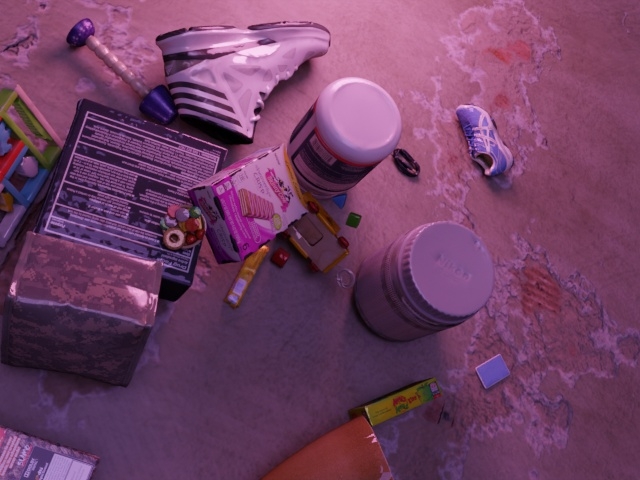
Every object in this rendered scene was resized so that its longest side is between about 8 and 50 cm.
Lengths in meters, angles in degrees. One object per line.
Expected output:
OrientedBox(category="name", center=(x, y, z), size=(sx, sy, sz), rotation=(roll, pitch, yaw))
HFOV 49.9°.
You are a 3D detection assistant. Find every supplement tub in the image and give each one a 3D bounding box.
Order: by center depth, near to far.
OrientedBox(category="supplement tub", center=(0.039, -0.214, 1.506), size=(0.191, 0.272, 0.191), rotation=(7, 71, -20))

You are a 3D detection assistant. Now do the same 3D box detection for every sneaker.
OrientedBox(category="sneaker", center=(-0.152, -0.355, 1.573), size=(0.447, 0.169, 0.257), rotation=(-17, 105, -37))
OrientedBox(category="sneaker", center=(0.416, -0.261, 1.781), size=(0.081, 0.080, 0.211), rotation=(-33, 86, -30))

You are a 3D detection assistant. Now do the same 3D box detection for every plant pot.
OrientedBox(category="plant pot", center=(-0.001, 0.488, 1.310), size=(0.254, 0.237, 0.237), rotation=(-16, 79, -9))

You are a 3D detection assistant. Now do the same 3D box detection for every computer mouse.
OrientedBox(category="computer mouse", center=(0.148, -0.233, 1.686), size=(0.242, 0.041, 0.071), rotation=(29, 64, -12))

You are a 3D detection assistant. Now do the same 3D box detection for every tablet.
OrientedBox(category="tablet", center=(0.408, 0.310, 1.633), size=(0.083, 0.006, 0.054), rotation=(-22, 82, -27))

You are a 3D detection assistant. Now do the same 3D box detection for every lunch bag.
OrientedBox(category="lunch bag", center=(-0.425, 0.144, 1.211), size=(0.235, 0.287, 0.169), rotation=(14, 46, -18))

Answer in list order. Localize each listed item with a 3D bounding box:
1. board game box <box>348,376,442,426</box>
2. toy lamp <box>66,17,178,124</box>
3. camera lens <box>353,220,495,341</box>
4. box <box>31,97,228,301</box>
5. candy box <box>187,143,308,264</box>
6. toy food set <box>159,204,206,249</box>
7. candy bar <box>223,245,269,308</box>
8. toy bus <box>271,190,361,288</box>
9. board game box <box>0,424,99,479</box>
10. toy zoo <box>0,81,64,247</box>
OrientedBox(category="board game box", center=(0.159, 0.348, 1.473), size=(0.181, 0.092, 0.043), rotation=(-17, 79, -25))
OrientedBox(category="toy lamp", center=(-0.417, -0.357, 1.479), size=(0.275, 0.080, 0.080), rotation=(42, 63, -5))
OrientedBox(category="camera lens", center=(0.212, 0.093, 1.474), size=(0.219, 0.274, 0.219), rotation=(7, 71, -20))
OrientedBox(category="box", center=(-0.372, -0.068, 1.343), size=(0.296, 0.183, 0.294), rotation=(19, 67, -17))
OrientedBox(category="candy box", center=(-0.135, -0.075, 1.351), size=(0.233, 0.071, 0.159), rotation=(-41, 116, -48))
OrientedBox(category="toy food set", center=(-0.250, -0.026, 1.257), size=(0.083, 0.020, 0.082), rotation=(-9, 88, -4))
OrientedBox(category="candy bar", center=(-0.159, 0.072, 1.477), size=(0.040, 0.018, 0.161), rotation=(29, 65, -7))
OrientedBox(category="toy bus", center=(-0.004, -0.012, 1.519), size=(0.191, 0.104, 0.202), rotation=(6, 103, 10))
OrientedBox(category="board game box", center=(-0.551, 0.427, 1.134), size=(0.291, 0.141, 0.232), rotation=(24, 66, -13))
OrientedBox(category="toy zoo", center=(-0.596, -0.118, 1.273), size=(0.030, 0.192, 0.293), rotation=(14, 64, 16))
